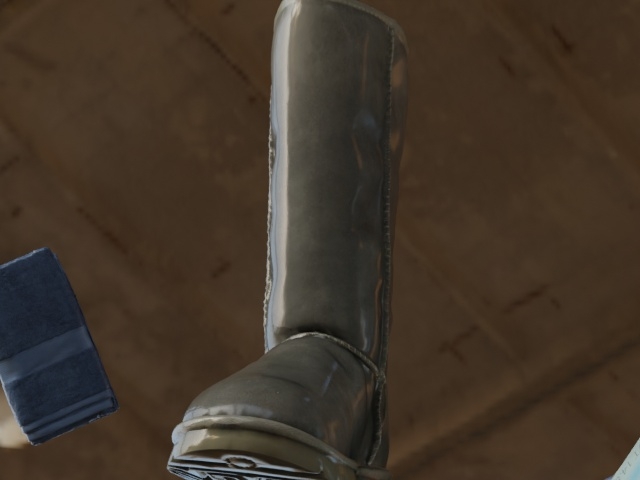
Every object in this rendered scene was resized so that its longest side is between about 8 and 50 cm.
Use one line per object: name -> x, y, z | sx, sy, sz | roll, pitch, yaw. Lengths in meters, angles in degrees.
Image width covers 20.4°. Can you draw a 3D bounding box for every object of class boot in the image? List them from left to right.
boot -> -0.002, 0.000, 0.715 | 0.076, 0.208, 0.189 | 7, -9, 11

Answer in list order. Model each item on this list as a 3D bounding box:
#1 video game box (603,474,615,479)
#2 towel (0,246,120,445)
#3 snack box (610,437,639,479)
video game box -> 0.303, 0.244, 1.399 | 0.205, 0.187, 0.048 | -25, -46, -11
towel -> -0.183, 0.069, 1.164 | 0.067, 0.029, 0.119 | -22, -88, -12
snack box -> 0.170, 0.084, 0.579 | 0.060, 0.187, 0.322 | 28, -78, -15
